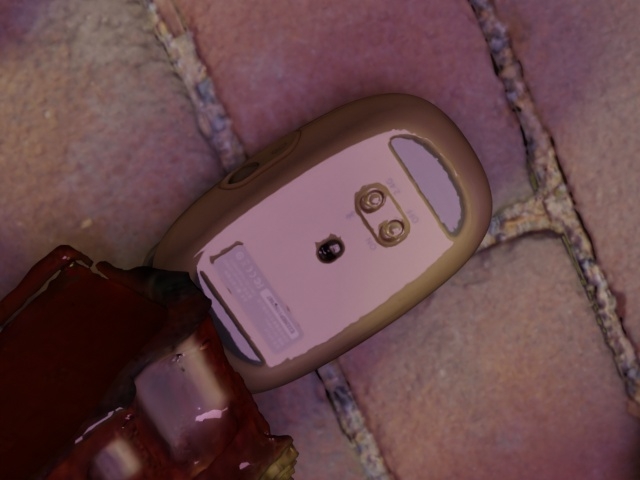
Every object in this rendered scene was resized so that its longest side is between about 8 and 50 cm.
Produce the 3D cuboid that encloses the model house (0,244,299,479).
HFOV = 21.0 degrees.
[{"bbox_3d":[-0.129,0.158,1.101,0.196,0.160,0.254,-48,136,-24],"label":"model house"}]

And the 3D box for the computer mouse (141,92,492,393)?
[{"bbox_3d":[0.000,0.000,1.154,0.236,0.082,0.145,-36,105,2],"label":"computer mouse"}]
